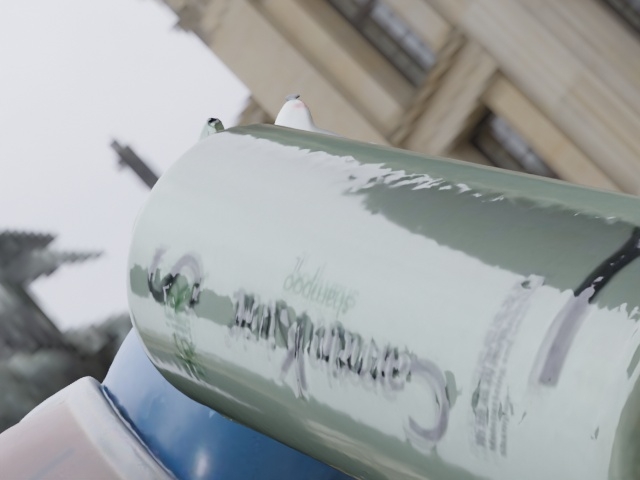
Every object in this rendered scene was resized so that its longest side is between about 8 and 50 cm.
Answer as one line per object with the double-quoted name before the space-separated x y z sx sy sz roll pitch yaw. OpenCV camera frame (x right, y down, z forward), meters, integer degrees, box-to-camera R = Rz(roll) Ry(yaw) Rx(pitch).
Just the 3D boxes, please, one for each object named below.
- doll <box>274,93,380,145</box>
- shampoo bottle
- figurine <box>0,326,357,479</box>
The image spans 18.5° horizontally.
"doll" -0.001 0.007 1.345 0.107 0.110 0.180 -40 -42 -33
"shampoo bottle" 0.022 0.020 0.490 0.085 0.262 0.085 -7 -78 -32
"figurine" -0.131 0.188 0.961 0.416 0.298 0.243 -35 -54 -7
